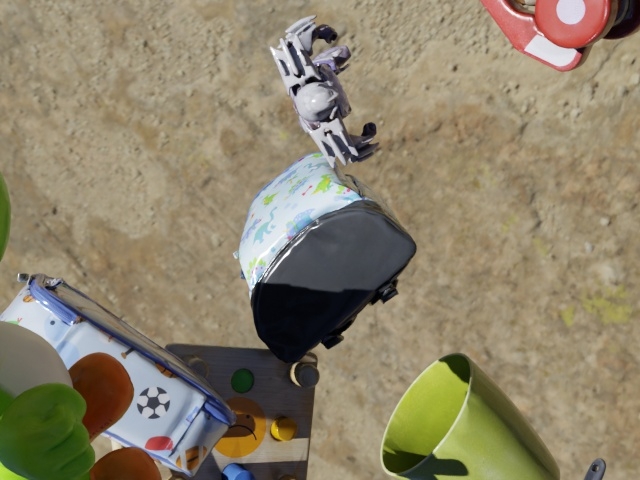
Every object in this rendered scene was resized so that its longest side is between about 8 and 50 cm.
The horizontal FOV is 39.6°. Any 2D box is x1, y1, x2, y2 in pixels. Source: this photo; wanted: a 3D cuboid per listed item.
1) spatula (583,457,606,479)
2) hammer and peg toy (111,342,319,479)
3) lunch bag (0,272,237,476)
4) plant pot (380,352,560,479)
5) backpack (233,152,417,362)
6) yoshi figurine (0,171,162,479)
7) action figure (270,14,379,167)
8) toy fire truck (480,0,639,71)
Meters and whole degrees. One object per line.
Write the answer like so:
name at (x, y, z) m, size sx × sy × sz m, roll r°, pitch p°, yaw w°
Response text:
spatula at (0.410, 0.502, 1.506) m, size 0.030 × 0.296 × 0.084 m, roll 32°, pitch 174°, yaw -31°
hammer and peg toy at (-0.182, 0.292, 1.366) m, size 0.127 × 0.361 × 0.265 m, roll 179°, pitch 96°, yaw -65°
lunch bag at (-0.254, 0.151, 1.075) m, size 0.303 × 0.115 × 0.243 m, roll 38°, pitch 173°, yaw -13°
plant pot at (0.317, 0.414, 1.755) m, size 0.294 × 0.274 × 0.275 m, roll 35°, pitch 137°, yaw -12°
backpack at (0.000, 0.000, 1.485) m, size 0.290 × 0.355 × 0.273 m, roll -43°, pitch 91°, yaw 15°
yoshi figurine at (-0.220, 0.059, 0.586) m, size 0.204 × 0.203 × 0.362 m, roll 0°, pitch 146°, yaw 28°
action figure at (0.006, -0.189, 1.124) m, size 0.099 × 0.285 × 0.185 m, roll -16°, pitch 102°, yaw 3°
toy fire truck at (0.312, -0.390, 1.147) m, size 0.254 × 0.169 × 0.302 m, roll 36°, pitch 126°, yaw 26°
